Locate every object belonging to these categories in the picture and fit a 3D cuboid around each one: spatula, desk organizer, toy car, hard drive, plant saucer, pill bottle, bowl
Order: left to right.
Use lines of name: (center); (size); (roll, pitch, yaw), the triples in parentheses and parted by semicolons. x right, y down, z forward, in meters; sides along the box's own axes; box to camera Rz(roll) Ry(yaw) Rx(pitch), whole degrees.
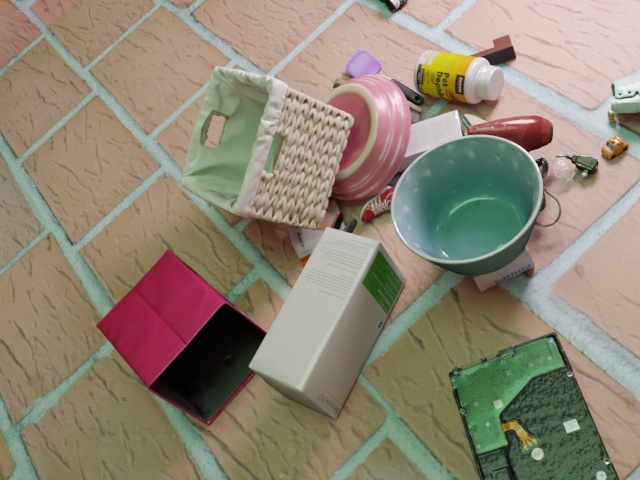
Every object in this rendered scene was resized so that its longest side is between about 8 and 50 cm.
plant saucer: (0.078, -0.266, 1.927); (0.332, 0.084, 0.331); (-14, 70, 44)
spatula: (0.181, -0.444, 2.113); (0.084, 0.030, 0.296); (-45, 51, -4)
pill bottle: (0.354, -0.416, 1.946); (0.215, 0.117, 0.117); (19, 70, 36)
bowl: (0.320, -0.051, 1.595); (0.312, 0.163, 0.311); (-13, 55, 19)
desk organizer: (0.442, -0.489, 1.995); (0.130, 0.047, 0.050); (-16, 51, 18)
hard drive: (0.401, 0.366, 1.446); (0.237, 0.064, 0.338); (-23, 52, 13)
toy car: (0.654, -0.244, 1.726); (0.060, 0.040, 0.122); (-20, 53, 15)

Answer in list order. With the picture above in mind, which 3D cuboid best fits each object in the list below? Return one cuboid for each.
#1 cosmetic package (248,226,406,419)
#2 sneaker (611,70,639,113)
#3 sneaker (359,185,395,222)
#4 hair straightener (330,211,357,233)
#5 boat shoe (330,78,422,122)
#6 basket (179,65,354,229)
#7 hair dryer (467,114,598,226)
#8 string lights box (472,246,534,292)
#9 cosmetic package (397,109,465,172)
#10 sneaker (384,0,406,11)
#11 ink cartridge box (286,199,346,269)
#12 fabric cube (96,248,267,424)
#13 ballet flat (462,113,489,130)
cosmetic package: (0.022, 0.181, 1.682); (0.155, 0.197, 0.365); (16, 70, 34)
sneaker: (0.730, -0.281, 1.674); (0.151, 0.094, 0.255); (-17, 43, 11)
sneaker: (0.153, -0.081, 1.882); (0.118, 0.042, 0.067); (-46, 47, -8)
hair straightener: (0.033, 0.046, 1.843); (0.089, 0.047, 0.230); (23, 78, 24)
boat shoe: (0.140, -0.347, 2.030); (0.302, 0.113, 0.103); (25, 94, 44)
basket: (-0.134, -0.226, 1.883); (0.331, 0.267, 0.328); (28, 102, 53)
hair dryer: (0.456, -0.187, 1.705); (0.294, 0.080, 0.223); (38, 70, 21)
string lights box: (0.360, -0.024, 1.713); (0.133, 0.076, 0.259); (-28, 51, 8)
cosmetic package: (0.246, -0.242, 1.926); (0.239, 0.060, 0.098); (-15, 58, 19)
sneaker: (0.212, -0.758, 2.289); (0.077, 0.072, 0.178); (-26, 58, -5)
ink cartridge box: (0.000, 0.000, 1.910); (0.146, 0.045, 0.179); (-26, 49, 11)
fabric cube: (-0.311, 0.227, 1.791); (0.259, 0.254, 0.258); (-48, 49, -7)
ballet flat: (0.419, -0.217, 1.808); (0.086, 0.086, 0.248); (-26, 60, 11)
